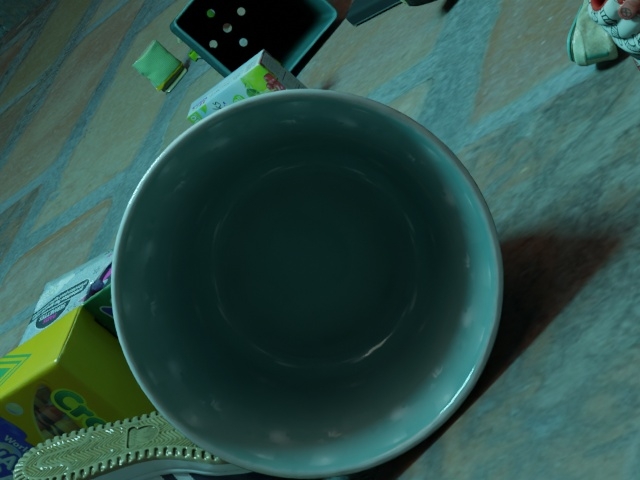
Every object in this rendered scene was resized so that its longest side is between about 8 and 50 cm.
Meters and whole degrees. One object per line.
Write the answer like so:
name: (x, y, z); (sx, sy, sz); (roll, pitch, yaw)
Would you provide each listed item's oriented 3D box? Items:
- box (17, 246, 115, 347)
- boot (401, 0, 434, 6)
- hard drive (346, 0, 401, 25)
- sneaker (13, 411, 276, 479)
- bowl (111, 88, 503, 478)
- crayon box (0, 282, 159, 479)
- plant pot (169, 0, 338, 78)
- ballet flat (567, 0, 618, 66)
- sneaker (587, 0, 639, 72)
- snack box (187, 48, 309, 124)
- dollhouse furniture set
box: (-0.170, 0.094, 1.546); (0.247, 0.163, 0.142); (-26, 31, 31)
boot: (0.141, -0.347, 1.867); (0.198, 0.077, 0.137); (-43, 14, -22)
hard drive: (0.096, -0.341, 1.986); (0.135, 0.022, 0.094); (-19, 36, 51)
sneaker: (-0.119, 0.234, 1.358); (0.282, 0.153, 0.099); (-12, 28, 7)
bowl: (-0.009, 0.029, 1.263); (0.311, 0.311, 0.163); (-46, 3, 5)
crayon box: (-0.238, 0.191, 1.479); (0.323, 0.203, 0.083); (-33, 27, 34)
plant pot: (-0.112, -0.312, 2.154); (0.165, 0.165, 0.234); (-50, 14, -5)
ballet flat: (0.275, -0.225, 1.441); (0.052, 0.057, 0.168); (-2, 47, 24)
sneaker: (0.301, -0.153, 1.126); (0.090, 0.145, 0.270); (-50, 22, -4)
snack box: (-0.088, -0.170, 1.941); (0.141, 0.100, 0.037); (-31, 28, 35)
dollhouse furniture set: (-0.232, -0.318, 2.490); (0.151, 0.076, 0.058); (-51, 21, -10)
